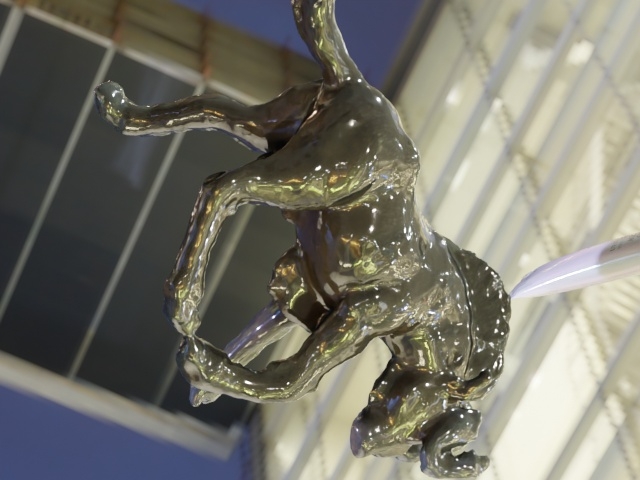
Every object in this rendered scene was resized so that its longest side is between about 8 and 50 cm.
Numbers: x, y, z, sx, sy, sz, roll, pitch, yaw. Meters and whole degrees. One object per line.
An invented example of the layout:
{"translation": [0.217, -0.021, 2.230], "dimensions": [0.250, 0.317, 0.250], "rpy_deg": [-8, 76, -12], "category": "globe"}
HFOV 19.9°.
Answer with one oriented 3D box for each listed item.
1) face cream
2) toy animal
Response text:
{"translation": [0.149, 0.011, 0.938], "dimensions": [0.020, 0.115, 0.038], "rpy_deg": [64, -146, -12], "category": "face cream"}
{"translation": [0.000, 0.000, 0.772], "dimensions": [0.148, 0.233, 0.084], "rpy_deg": [-18, -161, -6], "category": "toy animal"}
